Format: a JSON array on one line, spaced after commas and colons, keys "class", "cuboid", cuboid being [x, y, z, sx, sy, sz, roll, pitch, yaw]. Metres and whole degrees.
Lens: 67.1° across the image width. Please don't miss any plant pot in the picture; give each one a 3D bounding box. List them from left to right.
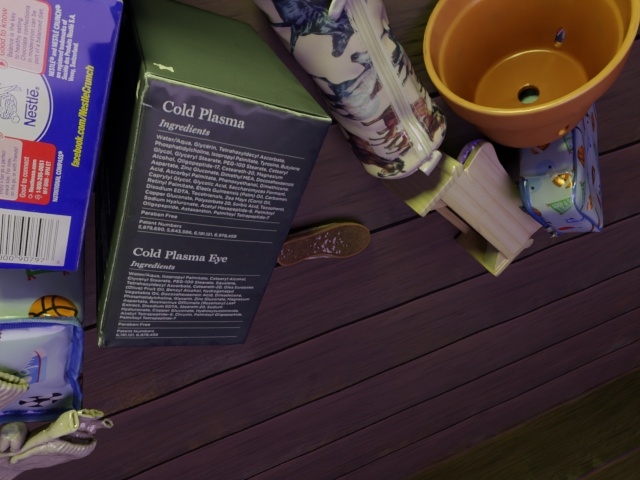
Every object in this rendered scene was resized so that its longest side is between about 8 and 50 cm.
[{"class": "plant pot", "cuboid": [0.332, -0.285, 0.783, 0.291, 0.291, 0.203, -41, 151, 9]}]

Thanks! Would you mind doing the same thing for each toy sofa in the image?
[{"class": "toy sofa", "cuboid": [0.308, -0.085, 1.005, 0.362, 0.150, 0.177, 29, 105, -41]}]

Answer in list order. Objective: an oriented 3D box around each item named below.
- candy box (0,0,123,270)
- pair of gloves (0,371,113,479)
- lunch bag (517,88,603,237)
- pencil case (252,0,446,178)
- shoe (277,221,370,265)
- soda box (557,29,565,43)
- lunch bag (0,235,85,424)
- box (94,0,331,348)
[{"class": "candy box", "cuboid": [-0.297, -0.169, 0.503, 0.122, 0.317, 0.268, 7, 122, -30]}, {"class": "pair of gloves", "cuboid": [-0.383, 0.233, 0.553, 0.204, 0.042, 0.240, -25, 142, 2]}, {"class": "lunch bag", "cuboid": [0.471, -0.157, 0.940, 0.243, 0.115, 0.304, 19, 72, -46]}, {"class": "pencil case", "cuboid": [0.055, -0.262, 0.703, 0.160, 0.183, 0.410, -38, 135, 5]}, {"class": "shoe", "cuboid": [0.000, 0.000, 0.988, 0.219, 0.058, 0.077, -9, 111, -26]}, {"class": "soda box", "cuboid": [0.437, -0.400, 0.874, 0.060, 0.053, 0.169, -13, 131, -17]}, {"class": "lunch bag", "cuboid": [-0.490, 0.043, 0.570, 0.385, 0.328, 0.239, 1, 131, -25]}, {"class": "box", "cuboid": [-0.171, -0.098, 0.609, 0.178, 0.343, 0.313, 5, 125, -29]}]
